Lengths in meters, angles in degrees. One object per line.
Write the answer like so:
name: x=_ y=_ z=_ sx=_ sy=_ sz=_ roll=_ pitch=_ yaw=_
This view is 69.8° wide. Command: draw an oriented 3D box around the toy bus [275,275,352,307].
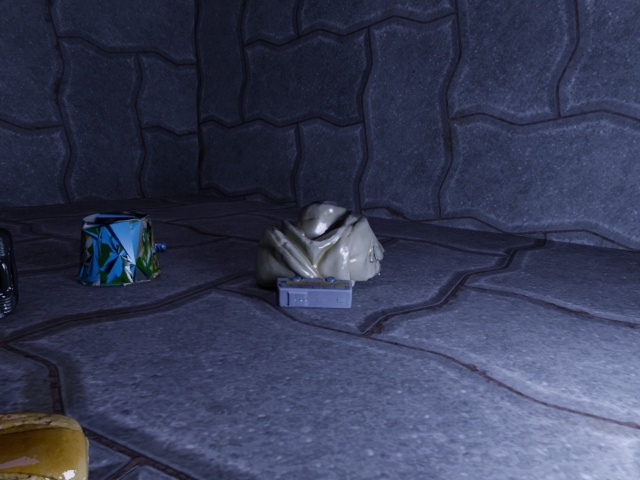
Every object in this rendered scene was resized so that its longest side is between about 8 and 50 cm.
toy bus: x=-0.016 y=0.131 z=1.131 sx=0.191 sy=0.064 sz=0.075 roll=1 pitch=24 yaw=-2

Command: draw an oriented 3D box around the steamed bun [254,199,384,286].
steamed bun: x=0.000 y=0.000 z=1.326 sx=0.394 sy=0.237 sz=0.347 roll=-4 pitch=12 yaw=-24

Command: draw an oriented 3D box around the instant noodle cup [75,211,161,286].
instant noodle cup: x=-0.581 y=0.017 z=1.319 sx=0.241 sy=0.178 sz=0.240 roll=1 pitch=12 yaw=0

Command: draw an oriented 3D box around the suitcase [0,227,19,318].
suitcase: x=-0.806 y=0.075 z=0.943 sx=0.313 sy=0.202 sz=0.128 roll=-4 pitch=13 yaw=-24

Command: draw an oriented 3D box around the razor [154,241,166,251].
razor: x=-0.668 y=0.030 z=1.590 sx=0.253 sy=0.042 sz=0.082 roll=-4 pitch=-28 yaw=-30

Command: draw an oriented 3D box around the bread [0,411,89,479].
bread: x=-0.350 y=0.240 z=0.433 sx=0.237 sy=0.106 sz=0.140 roll=-5 pitch=15 yaw=-26
